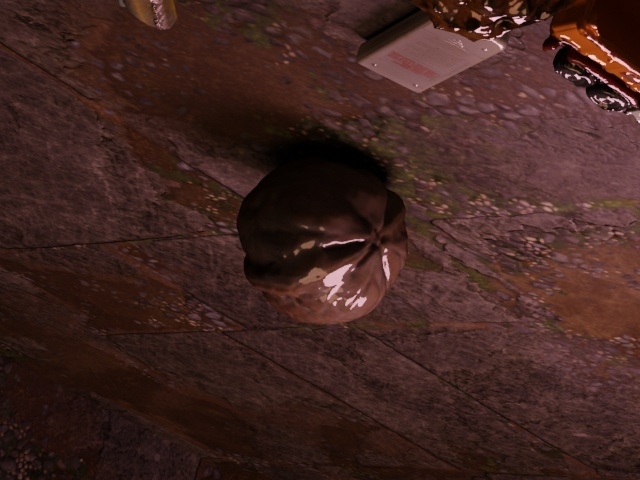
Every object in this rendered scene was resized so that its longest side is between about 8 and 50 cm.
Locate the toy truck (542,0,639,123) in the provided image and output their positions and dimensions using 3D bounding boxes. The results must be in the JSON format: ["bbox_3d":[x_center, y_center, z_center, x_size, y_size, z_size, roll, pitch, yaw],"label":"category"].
[{"bbox_3d":[0.325,-0.167,1.792,0.270,0.114,0.135,31,161,-29],"label":"toy truck"}]

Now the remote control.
[{"bbox_3d":[0.116,-0.201,1.986,0.087,0.029,0.190,24,160,-20],"label":"remote control"}]

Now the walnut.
[{"bbox_3d":[0.000,0.000,2.394,0.224,0.224,0.224,15,161,5],"label":"walnut"}]

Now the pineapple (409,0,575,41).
[{"bbox_3d":[0.111,-0.318,1.367,0.165,0.165,0.364,8,136,23],"label":"pineapple"}]

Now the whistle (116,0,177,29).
[{"bbox_3d":[-0.190,-0.303,1.921,0.068,0.057,0.326,17,161,8],"label":"whistle"}]
